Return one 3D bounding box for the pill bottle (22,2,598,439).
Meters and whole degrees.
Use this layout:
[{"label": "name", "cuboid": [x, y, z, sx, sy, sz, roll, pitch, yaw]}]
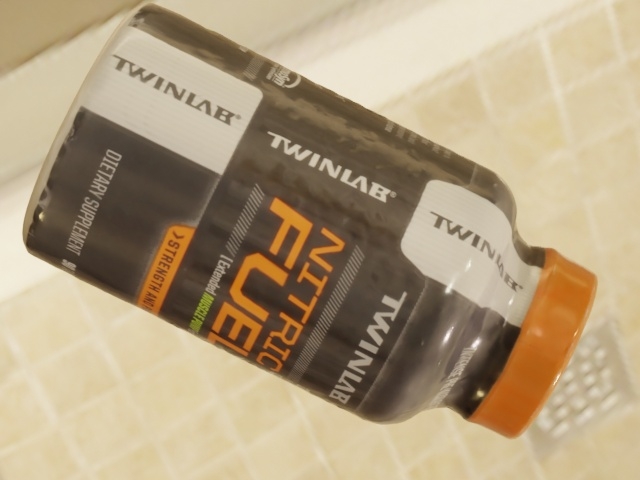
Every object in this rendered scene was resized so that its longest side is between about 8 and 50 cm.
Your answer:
[{"label": "pill bottle", "cuboid": [0.000, 0.000, 0.864, 0.246, 0.130, 0.130, 26, 108, -1]}]
